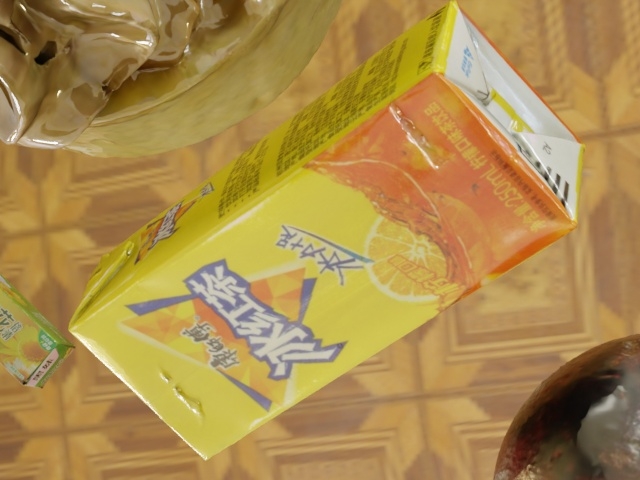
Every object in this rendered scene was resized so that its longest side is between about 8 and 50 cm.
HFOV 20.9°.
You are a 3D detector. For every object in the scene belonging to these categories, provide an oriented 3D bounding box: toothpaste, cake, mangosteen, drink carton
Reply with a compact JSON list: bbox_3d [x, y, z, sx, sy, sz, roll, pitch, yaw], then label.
[{"bbox_3d":[-0.264,0.040,1.320,0.178,0.037,0.043,42,95,17],"label":"toothpaste"},{"bbox_3d":[-0.152,-0.222,0.986,0.332,0.321,0.332,-1,84,12],"label":"cake"},{"bbox_3d":[0.226,0.187,1.207,0.261,0.235,0.235,137,119,-69],"label":"mangosteen"},{"bbox_3d":[0.000,0.000,1.210,0.351,0.111,0.154,-34,110,29],"label":"drink carton"}]
